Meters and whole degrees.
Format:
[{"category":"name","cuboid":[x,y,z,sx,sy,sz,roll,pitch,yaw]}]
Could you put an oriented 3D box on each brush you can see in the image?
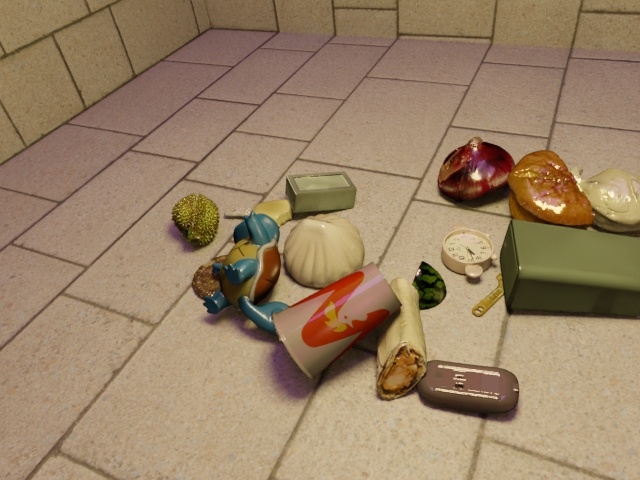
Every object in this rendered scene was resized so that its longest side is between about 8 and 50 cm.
[{"category":"brush","cuboid":[0.504,0.148,1.421,0.218,0.010,0.082,-33,47,-25]}]

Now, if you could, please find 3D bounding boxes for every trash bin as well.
[{"category":"trash bin","cuboid":[0.684,0.080,1.361,0.343,0.158,0.223,7,43,6]}]

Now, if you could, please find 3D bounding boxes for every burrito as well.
[{"category":"burrito","cuboid":[0.204,0.244,1.280,0.105,0.143,0.299,26,39,-15]}]

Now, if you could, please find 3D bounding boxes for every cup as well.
[{"category":"cup","cuboid":[0.048,0.185,1.249,0.288,0.203,0.203,-34,44,2]}]

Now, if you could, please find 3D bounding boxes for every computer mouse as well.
[{"category":"computer mouse","cuboid":[0.349,0.346,1.191,0.232,0.057,0.120,2,44,17]}]

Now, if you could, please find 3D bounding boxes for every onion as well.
[{"category":"onion","cuboid":[0.527,-0.261,1.724,0.271,0.195,0.272,-19,27,10]}]

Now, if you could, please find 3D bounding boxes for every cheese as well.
[{"category":"cheese","cuboid":[-0.223,-0.098,1.790,0.255,0.050,0.127,1,42,11]}]

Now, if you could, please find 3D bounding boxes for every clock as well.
[{"category":"clock","cuboid":[0.449,0.035,1.522,0.155,0.063,0.229,-3,44,2]}]

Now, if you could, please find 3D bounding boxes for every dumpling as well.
[{"category":"dumpling","cuboid":[0.933,-0.122,1.575,0.318,0.187,0.242,29,13,25]}]

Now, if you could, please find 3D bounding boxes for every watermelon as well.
[{"category":"watermelon","cuboid":[0.283,0.139,1.435,0.135,0.125,0.094,-40,17,-7]}]

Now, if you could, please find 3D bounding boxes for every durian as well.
[{"category":"durian","cuboid":[-0.421,-0.071,1.726,0.159,0.146,0.198,-28,61,-21]}]

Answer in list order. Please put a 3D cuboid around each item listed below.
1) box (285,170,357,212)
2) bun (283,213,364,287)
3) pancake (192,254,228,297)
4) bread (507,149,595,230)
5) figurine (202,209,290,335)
[{"category":"box","cuboid":[-0.001,-0.176,1.775,0.224,0.086,0.130,-7,39,-18]},{"category":"bun","cuboid":[0.000,0.000,1.533,0.262,0.175,0.263,-6,48,7]},{"category":"pancake","cuboid":[-0.314,0.116,1.586,0.199,0.021,0.199,-5,42,4]},{"category":"bread","cuboid":[0.684,-0.129,1.560,0.178,0.194,0.340,-13,50,4]},{"category":"figurine","cuboid":[-0.205,0.082,1.443,0.242,0.298,0.417,4,48,-25]}]
